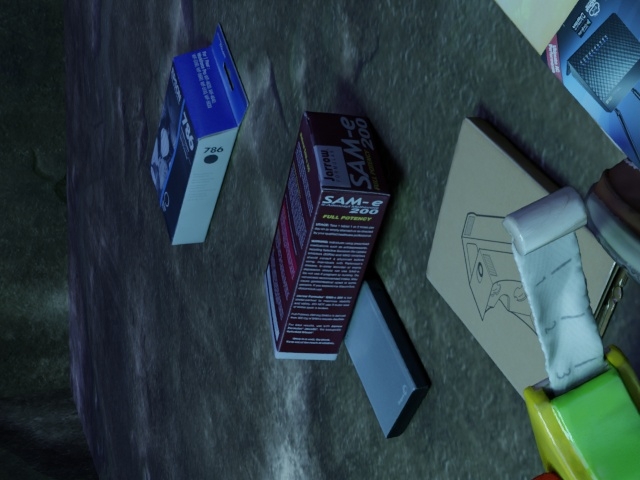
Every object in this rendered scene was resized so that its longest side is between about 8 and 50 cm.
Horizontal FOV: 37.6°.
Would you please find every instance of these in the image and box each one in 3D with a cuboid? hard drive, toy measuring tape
[{"bbox_3d":[0.064,0.120,0.959,0.094,0.022,0.135,110,145,-45],"label":"hard drive"},{"bbox_3d":[0.168,0.116,0.523,0.121,0.121,0.330,57,174,46],"label":"toy measuring tape"}]

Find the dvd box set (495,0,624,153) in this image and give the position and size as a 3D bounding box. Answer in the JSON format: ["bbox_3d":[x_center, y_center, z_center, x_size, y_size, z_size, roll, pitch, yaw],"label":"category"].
[{"bbox_3d":[0.117,-0.290,0.466,0.420,0.062,0.307,55,150,14],"label":"dvd box set"}]

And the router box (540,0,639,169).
[{"bbox_3d":[0.168,-0.096,0.436,0.092,0.038,0.122,53,150,17],"label":"router box"}]

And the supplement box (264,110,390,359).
[{"bbox_3d":[0.000,0.000,0.983,0.130,0.073,0.239,-101,20,-46],"label":"supplement box"}]

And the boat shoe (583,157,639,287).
[{"bbox_3d":[0.253,0.028,0.423,0.120,0.123,0.324,-54,33,10],"label":"boat shoe"}]

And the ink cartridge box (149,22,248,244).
[{"bbox_3d":[-0.192,-0.152,1.421,0.332,0.065,0.165,116,141,-49],"label":"ink cartridge box"}]

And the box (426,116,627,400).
[{"bbox_3d":[0.152,0.021,0.738,0.201,0.021,0.164,-125,37,-47],"label":"box"}]
